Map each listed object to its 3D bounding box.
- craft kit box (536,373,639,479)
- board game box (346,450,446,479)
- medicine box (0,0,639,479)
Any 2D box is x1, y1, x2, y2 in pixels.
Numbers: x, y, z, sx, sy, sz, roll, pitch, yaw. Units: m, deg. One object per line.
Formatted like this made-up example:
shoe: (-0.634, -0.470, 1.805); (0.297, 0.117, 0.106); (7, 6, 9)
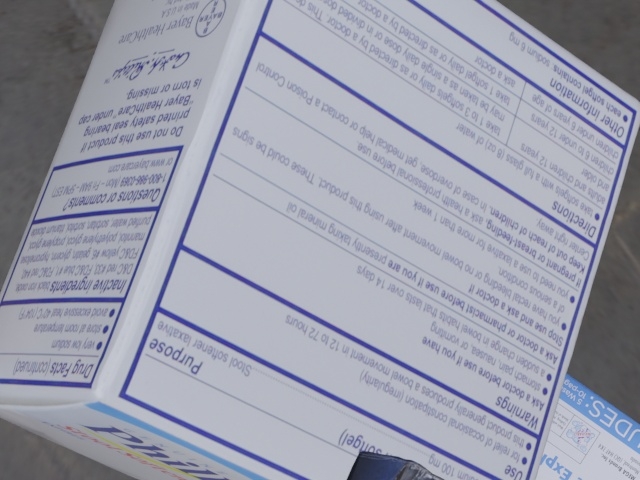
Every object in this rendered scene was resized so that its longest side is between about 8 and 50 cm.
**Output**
craft kit box: (0.070, 0.173, 1.063); (0.250, 0.061, 0.246); (36, 69, 4)
board game box: (0.083, 0.173, 0.369); (0.243, 0.042, 0.165); (27, 79, -7)
medicine box: (0.000, 0.000, 0.893); (0.263, 0.149, 0.289); (30, 71, -32)
